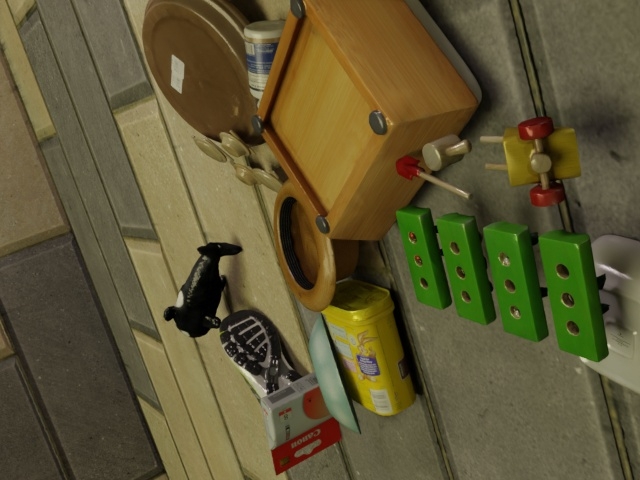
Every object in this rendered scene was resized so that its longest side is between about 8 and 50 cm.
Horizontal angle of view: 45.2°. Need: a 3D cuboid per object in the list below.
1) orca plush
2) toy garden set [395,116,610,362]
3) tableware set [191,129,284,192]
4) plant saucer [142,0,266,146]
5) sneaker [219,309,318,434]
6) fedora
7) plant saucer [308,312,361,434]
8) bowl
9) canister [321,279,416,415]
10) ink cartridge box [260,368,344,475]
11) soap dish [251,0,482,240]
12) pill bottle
[{"bbox_3d":[-0.213,0.122,1.533,0.102,0.151,0.287,47,126,19],"label":"orca plush"},{"bbox_3d":[0.160,-0.017,0.713,0.244,0.049,0.204,16,126,58],"label":"toy garden set"},{"bbox_3d":[-0.126,-0.123,1.216,0.141,0.020,0.168,41,164,-31],"label":"tableware set"},{"bbox_3d":[-0.172,-0.254,1.157,0.277,0.041,0.278,31,146,24],"label":"plant saucer"},{"bbox_3d":[-0.101,0.261,1.460,0.300,0.111,0.121,54,156,29],"label":"sneaker"},{"bbox_3d":[0.000,0.000,1.074,0.194,0.079,0.194,32,127,57],"label":"fedora"},{"bbox_3d":[0.016,0.208,1.182,0.195,0.037,0.195,161,90,-90],"label":"plant saucer"},{"bbox_3d":[0.279,0.077,0.676,0.142,0.053,0.142,31,136,51],"label":"bowl"},{"bbox_3d":[0.067,0.153,1.097,0.126,0.073,0.170,15,125,59],"label":"canister"},{"bbox_3d":[-0.021,0.314,1.306,0.045,0.145,0.179,32,138,51],"label":"ink cartridge box"},{"bbox_3d":[0.034,-0.147,0.868,0.229,0.118,0.291,58,153,16],"label":"soap dish"},{"bbox_3d":[-0.064,-0.229,1.032,0.067,0.067,0.120,33,136,47],"label":"pill bottle"}]
